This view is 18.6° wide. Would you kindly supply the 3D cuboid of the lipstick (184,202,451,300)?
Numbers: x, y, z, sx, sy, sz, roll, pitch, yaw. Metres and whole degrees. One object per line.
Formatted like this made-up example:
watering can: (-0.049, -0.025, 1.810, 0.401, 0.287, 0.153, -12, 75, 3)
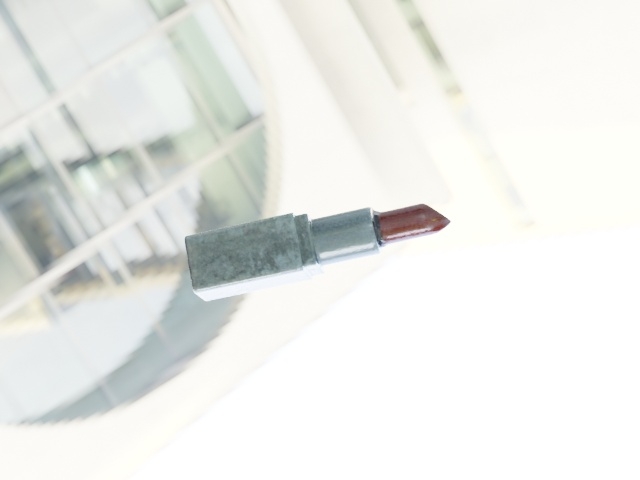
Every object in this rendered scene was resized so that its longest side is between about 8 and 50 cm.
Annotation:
lipstick: (0.000, 0.001, 0.955, 0.129, 0.030, 0.030, -12, 167, 6)
